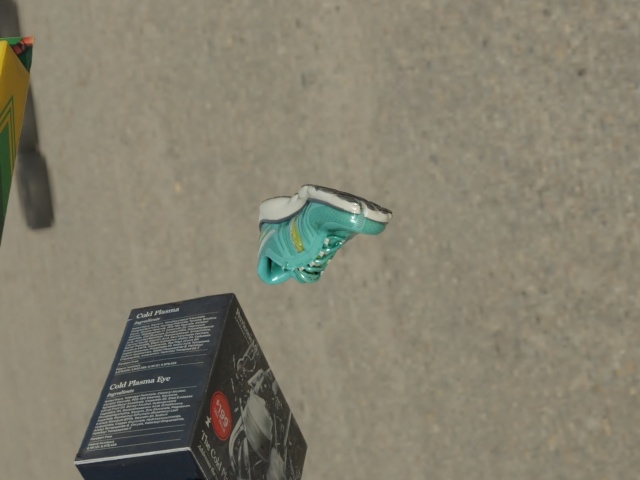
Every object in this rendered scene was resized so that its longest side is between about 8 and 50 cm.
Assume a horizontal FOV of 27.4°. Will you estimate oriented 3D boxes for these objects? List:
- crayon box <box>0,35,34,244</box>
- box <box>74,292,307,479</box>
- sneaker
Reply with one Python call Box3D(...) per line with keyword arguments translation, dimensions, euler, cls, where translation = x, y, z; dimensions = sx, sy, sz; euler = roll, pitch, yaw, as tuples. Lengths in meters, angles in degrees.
Box3D(translation=(-0.467, -0.123, 1.560), dimensions=(0.081, 0.202, 0.318), euler=(66, -156, -61), cls="crayon box")
Box3D(translation=(-0.173, 0.310, 1.913), dimensions=(0.312, 0.179, 0.343), euler=(-79, -27, -50), cls="box")
Box3D(translation=(0.000, 0.000, 1.611), dimensions=(0.275, 0.107, 0.110), euler=(-18, 57, 63), cls="sneaker")
